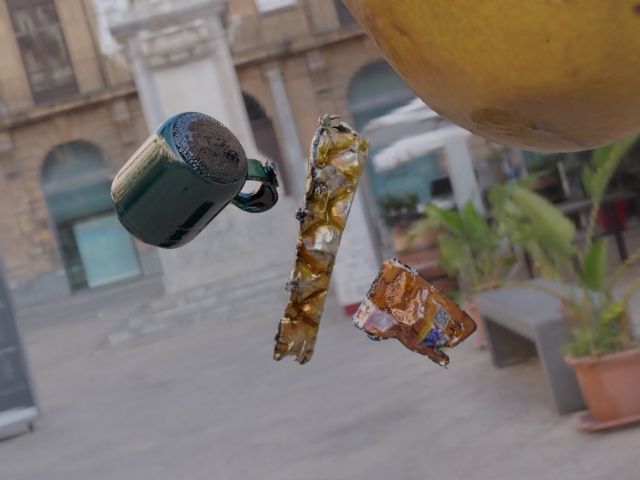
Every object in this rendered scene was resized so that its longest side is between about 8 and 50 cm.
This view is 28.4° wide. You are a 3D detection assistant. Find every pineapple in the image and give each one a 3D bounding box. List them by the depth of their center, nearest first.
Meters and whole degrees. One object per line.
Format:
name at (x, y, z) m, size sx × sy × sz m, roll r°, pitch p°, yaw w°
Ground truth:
pineapple at (0.000, 0.000, 0.992) m, size 0.047 × 0.221 × 0.221 m, roll 12°, pitch 3°, yaw 1°

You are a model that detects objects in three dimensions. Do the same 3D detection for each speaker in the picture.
speaker at (-0.071, -0.037, 0.747) m, size 0.094 × 0.060 × 0.075 m, roll -14°, pitch -21°, yaw -51°

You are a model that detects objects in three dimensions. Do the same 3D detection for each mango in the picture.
mango at (0.064, -0.124, 0.547) m, size 0.109 × 0.227 × 0.147 m, roll -41°, pitch -23°, yaw -34°

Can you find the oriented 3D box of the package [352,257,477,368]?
package at (0.091, 0.075, 1.222) m, size 0.077 × 0.111 × 0.033 m, roll -55°, pitch 5°, yaw 13°
